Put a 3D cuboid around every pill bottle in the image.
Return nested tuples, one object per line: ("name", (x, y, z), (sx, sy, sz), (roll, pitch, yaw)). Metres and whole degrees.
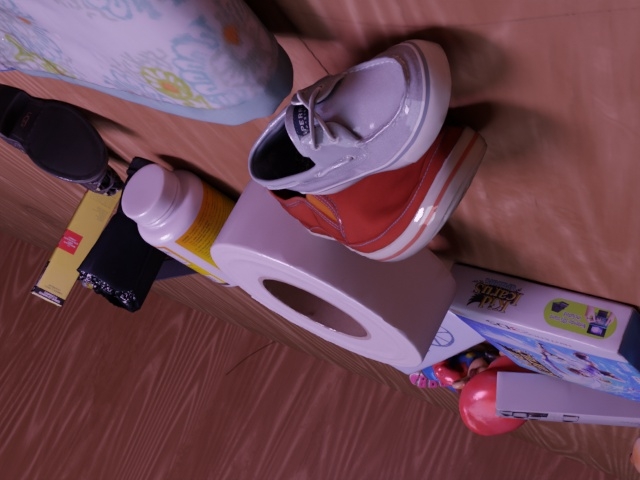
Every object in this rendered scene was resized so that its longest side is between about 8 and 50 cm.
("pill bottle", (-0.178, -0.024, 1.397), (0.117, 0.117, 0.215), (13, 164, 44))

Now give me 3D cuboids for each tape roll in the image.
("tape roll", (0.013, 0.040, 1.156), (0.286, 0.100, 0.286), (26, 165, 8))

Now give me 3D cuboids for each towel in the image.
("towel", (-0.238, -0.215, 0.737), (0.374, 0.090, 0.320), (15, 166, 37))

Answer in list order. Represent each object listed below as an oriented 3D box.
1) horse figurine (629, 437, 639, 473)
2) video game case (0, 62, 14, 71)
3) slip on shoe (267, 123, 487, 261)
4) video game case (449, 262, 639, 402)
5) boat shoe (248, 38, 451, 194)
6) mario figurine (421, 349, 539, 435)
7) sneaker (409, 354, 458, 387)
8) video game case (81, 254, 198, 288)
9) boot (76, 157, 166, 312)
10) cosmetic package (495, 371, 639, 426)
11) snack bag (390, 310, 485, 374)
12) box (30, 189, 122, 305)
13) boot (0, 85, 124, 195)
("horse figurine", (0.504, 0.283, 1.348), (0.174, 0.066, 0.263), (-7, 162, -16))
("video game case", (-0.388, -0.235, 1.126), (0.119, 0.015, 0.166), (32, 166, -36))
("slip on shoe", (0.034, -0.055, 0.859), (0.101, 0.123, 0.331), (32, 171, -20))
("video game case", (0.315, 0.128, 1.240), (0.244, 0.061, 0.269), (15, 166, 40))
("boat shoe", (0.011, -0.082, 0.727), (0.081, 0.079, 0.227), (-5, 168, -28))
("mario figurine", (0.283, 0.213, 1.640), (0.198, 0.170, 0.320), (-10, -174, -11))
("sneaker", (0.257, 0.238, 1.865), (0.170, 0.075, 0.063), (-4, 141, 18))
("video game case", (-0.265, 0.043, 1.685), (0.274, 0.035, 0.248), (-11, -178, -19))
("boot", (-0.256, 0.013, 1.495), (0.094, 0.207, 0.246), (18, 167, 29))
("cosmetic package", (0.375, 0.232, 1.413), (0.239, 0.060, 0.099), (2, 166, 11))
("snack bag", (0.064, 0.095, 1.509), (0.342, 0.037, 0.323), (29, 156, -8))
("box", (-0.430, 0.002, 1.724), (0.058, 0.232, 0.087), (30, 169, -15))
("boot", (-0.350, -0.122, 1.405), (0.263, 0.091, 0.229), (30, 173, 28))
